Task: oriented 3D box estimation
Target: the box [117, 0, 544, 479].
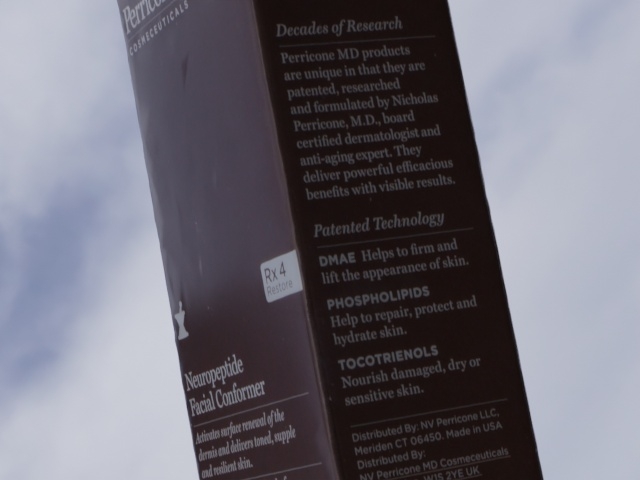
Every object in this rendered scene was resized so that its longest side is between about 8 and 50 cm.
[{"bbox_3d":[0.000,0.000,1.103,0.143,0.191,0.382,-5,-100,-28],"label":"box"}]
